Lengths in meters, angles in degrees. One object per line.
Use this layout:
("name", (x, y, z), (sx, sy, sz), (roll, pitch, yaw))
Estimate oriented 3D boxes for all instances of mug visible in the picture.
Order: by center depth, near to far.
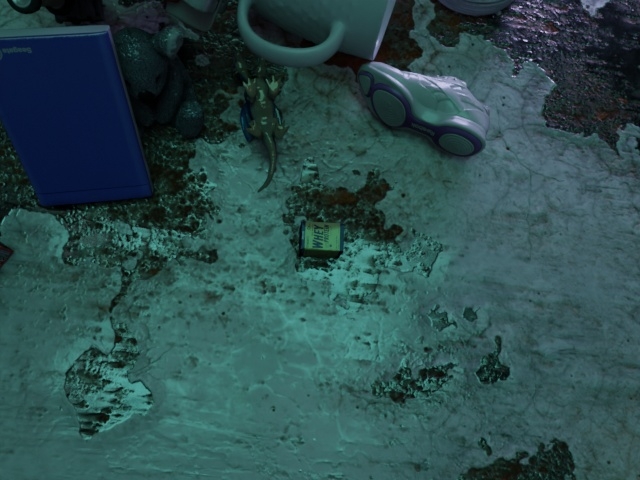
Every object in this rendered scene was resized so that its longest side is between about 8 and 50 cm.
("mug", (-0.022, -0.500, 0.975), (0.328, 0.276, 0.373), (19, 73, 2))

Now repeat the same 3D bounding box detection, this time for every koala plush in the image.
("koala plush", (-0.335, -0.318, 0.939), (0.196, 0.221, 0.203), (-9, 80, -7))

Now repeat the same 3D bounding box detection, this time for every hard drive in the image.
("hard drive", (-0.437, -0.204, 0.878), (0.210, 0.318, 0.040), (-6, 43, -7))

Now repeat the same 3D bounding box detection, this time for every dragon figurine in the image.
("dragon figurine", (-0.118, -0.249, 1.016), (0.085, 0.144, 0.289), (-12, 100, -9))

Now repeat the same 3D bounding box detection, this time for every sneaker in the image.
("sneaker", (0.221, -0.297, 1.062), (0.305, 0.114, 0.152), (29, 64, -4))

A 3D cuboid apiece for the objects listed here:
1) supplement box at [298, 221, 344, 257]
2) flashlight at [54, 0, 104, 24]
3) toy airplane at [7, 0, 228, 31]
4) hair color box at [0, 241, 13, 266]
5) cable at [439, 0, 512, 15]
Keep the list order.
("supplement box", (0.000, 0.000, 0.981), (0.083, 0.083, 0.056), (3, 78, -4))
("flashlight", (-0.519, -0.594, 0.987), (0.103, 0.103, 0.303), (-19, 113, -43))
("toy airplane", (-0.329, -0.513, 0.847), (0.385, 0.386, 0.272), (-16, 121, -42))
("hair color box", (-0.670, 0.058, 0.920), (0.093, 0.053, 0.167), (33, 77, 2))
("cable", (0.356, -0.643, 1.138), (0.257, 0.089, 0.257), (34, 79, 2))
